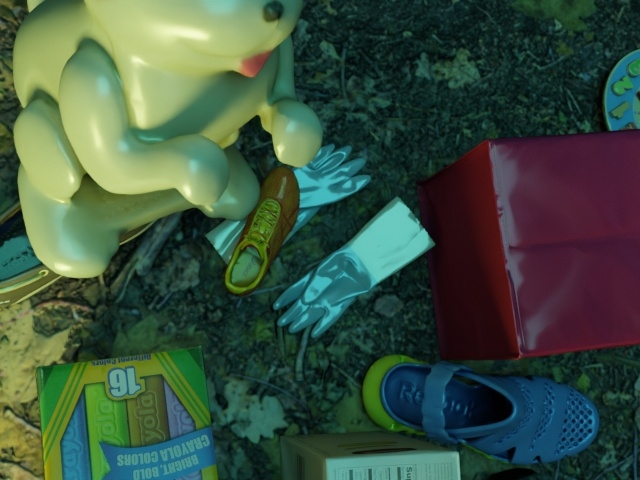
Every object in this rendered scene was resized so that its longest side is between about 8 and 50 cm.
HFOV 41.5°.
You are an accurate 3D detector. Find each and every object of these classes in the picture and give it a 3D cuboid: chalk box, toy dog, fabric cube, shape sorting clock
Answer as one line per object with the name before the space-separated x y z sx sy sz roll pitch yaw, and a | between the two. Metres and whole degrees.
chalk box | -0.200 0.282 0.921 0.179 0.180 0.288 -6 72 -13
toy dog | -0.150 -0.207 0.845 0.285 0.408 0.395 -13 74 -32
fabric cube | 0.296 0.010 1.067 0.258 0.254 0.258 -5 84 -12
shape sorting clock | 0.511 -0.189 1.254 0.206 0.040 0.206 2 82 -13

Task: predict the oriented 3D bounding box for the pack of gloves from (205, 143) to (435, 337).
pack of gloves | 0.000 0.000 1.115 0.232 0.046 0.195 -38 91 -5

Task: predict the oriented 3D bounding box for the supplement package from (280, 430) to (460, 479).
supplement package | 0.048 0.329 0.957 0.145 0.262 0.203 1 82 -13

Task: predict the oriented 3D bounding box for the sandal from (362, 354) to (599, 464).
sandal | 0.219 0.221 1.080 0.318 0.138 0.126 9 78 -14

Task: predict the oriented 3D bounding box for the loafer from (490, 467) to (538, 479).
loafer | 0.211 0.348 1.100 0.170 0.062 0.061 -10 90 -13

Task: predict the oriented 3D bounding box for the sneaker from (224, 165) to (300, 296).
sneaker | -0.068 -0.010 1.054 0.064 0.067 0.175 19 84 -1

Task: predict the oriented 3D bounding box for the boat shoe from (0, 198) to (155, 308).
boat shoe | -0.286 -0.037 1.014 0.324 0.097 0.116 -36 91 -15
